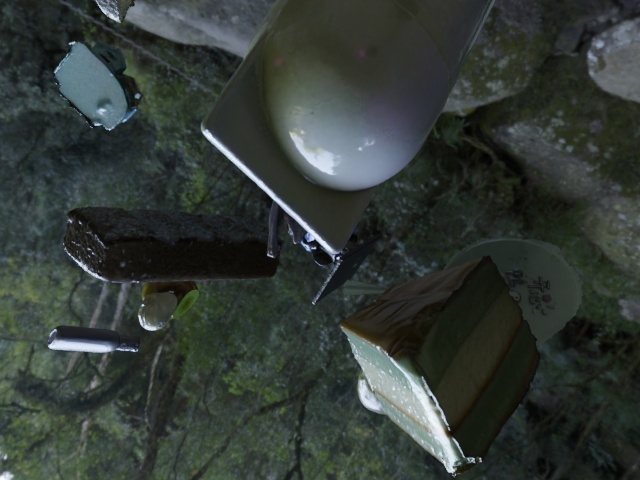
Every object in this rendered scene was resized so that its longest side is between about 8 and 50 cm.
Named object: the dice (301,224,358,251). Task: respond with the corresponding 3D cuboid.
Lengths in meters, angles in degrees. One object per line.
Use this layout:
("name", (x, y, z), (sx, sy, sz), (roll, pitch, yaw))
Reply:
("dice", (0.003, -0.063, 1.416), (0.146, 0.143, 0.146), (-31, -125, -21))

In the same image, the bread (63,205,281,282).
("bread", (-0.266, 0.006, 1.075), (0.165, 0.113, 0.416), (24, -167, 37))

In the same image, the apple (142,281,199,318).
("apple", (-0.462, 0.169, 1.703), (0.163, 0.147, 0.147), (21, 178, -11))

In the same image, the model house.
("model house", (-0.399, -0.305, 1.054), (0.148, 0.119, 0.149), (44, -151, -15))

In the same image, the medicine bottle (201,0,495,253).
("medicine bottle", (0.042, -0.209, 0.664), (0.235, 0.406, 0.236), (25, 159, 10))

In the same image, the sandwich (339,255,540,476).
("sandwich", (0.114, 0.150, 0.662), (0.227, 0.198, 0.155), (-34, -84, -46))

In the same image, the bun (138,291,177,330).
("bun", (-0.324, 0.134, 1.087), (0.055, 0.086, 0.086), (47, -177, -28))

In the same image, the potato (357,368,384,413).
("potato", (0.157, 0.319, 1.269), (0.136, 0.155, 0.200), (11, 167, 8))

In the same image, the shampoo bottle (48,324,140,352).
("shampoo bottle", (-0.442, 0.197, 1.096), (0.165, 0.080, 0.040), (12, -123, -36))

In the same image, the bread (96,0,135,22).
("bread", (-0.330, -0.420, 0.881), (0.044, 0.126, 0.129), (-1, -131, -1))

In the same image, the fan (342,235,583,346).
("fan", (0.233, 0.087, 0.973), (0.414, 0.012, 0.233), (-3, -129, 20))

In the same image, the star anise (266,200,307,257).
("star anise", (-0.012, -0.085, 0.859), (0.089, 0.231, 0.209), (38, 155, 3))

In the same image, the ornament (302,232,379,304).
("ornament", (0.000, 0.000, 1.263), (0.196, 0.153, 0.166), (45, -140, 15))
